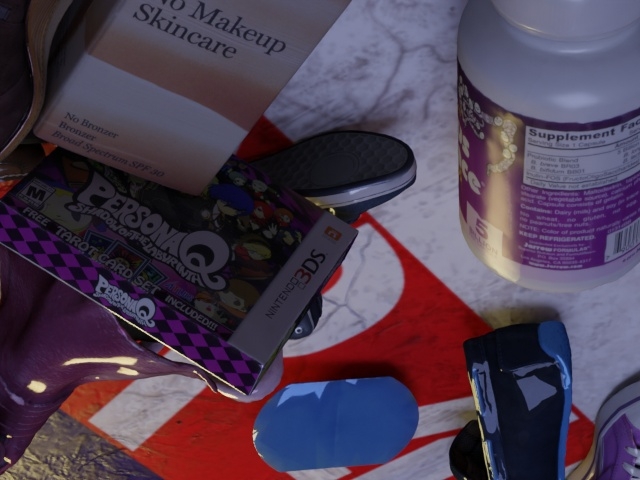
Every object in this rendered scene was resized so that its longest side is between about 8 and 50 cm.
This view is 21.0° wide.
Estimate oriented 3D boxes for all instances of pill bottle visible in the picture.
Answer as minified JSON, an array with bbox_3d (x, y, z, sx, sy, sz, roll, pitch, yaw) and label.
[{"bbox_3d":[0.188,-0.113,1.334,0.169,0.169,0.301,-5,137,0],"label":"pill bottle"}]

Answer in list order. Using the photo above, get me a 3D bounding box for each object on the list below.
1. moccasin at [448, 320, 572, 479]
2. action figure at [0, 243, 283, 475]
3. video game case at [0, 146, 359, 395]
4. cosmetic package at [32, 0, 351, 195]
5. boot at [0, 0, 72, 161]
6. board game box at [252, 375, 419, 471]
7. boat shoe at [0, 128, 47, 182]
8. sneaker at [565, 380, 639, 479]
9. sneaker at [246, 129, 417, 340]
[{"bbox_3d":[0.184,0.210,1.741,0.116,0.138,0.342,0,124,1],"label":"moccasin"},{"bbox_3d":[-0.253,0.102,1.487,0.275,0.248,0.370,25,122,-31],"label":"action figure"},{"bbox_3d":[-0.107,-0.006,1.332,0.232,0.210,0.042,32,126,4],"label":"video game case"},{"bbox_3d":[-0.080,-0.186,1.258,0.153,0.129,0.296,20,132,-23],"label":"cosmetic package"},{"bbox_3d":[-0.272,-0.149,1.189,0.207,0.090,0.248,1,128,-53],"label":"boot"},{"bbox_3d":[0.014,0.174,1.737,0.168,0.033,0.133,-4,133,-8],"label":"board game box"},{"bbox_3d":[-0.359,-0.030,1.396,0.307,0.104,0.111,-8,180,15],"label":"boat shoe"},{"bbox_3d":[0.328,0.274,1.781,0.102,0.161,0.282,7,135,-10],"label":"sneaker"},{"bbox_3d":[0.000,-0.001,1.489,0.226,0.086,0.163,-13,127,23],"label":"sneaker"}]
